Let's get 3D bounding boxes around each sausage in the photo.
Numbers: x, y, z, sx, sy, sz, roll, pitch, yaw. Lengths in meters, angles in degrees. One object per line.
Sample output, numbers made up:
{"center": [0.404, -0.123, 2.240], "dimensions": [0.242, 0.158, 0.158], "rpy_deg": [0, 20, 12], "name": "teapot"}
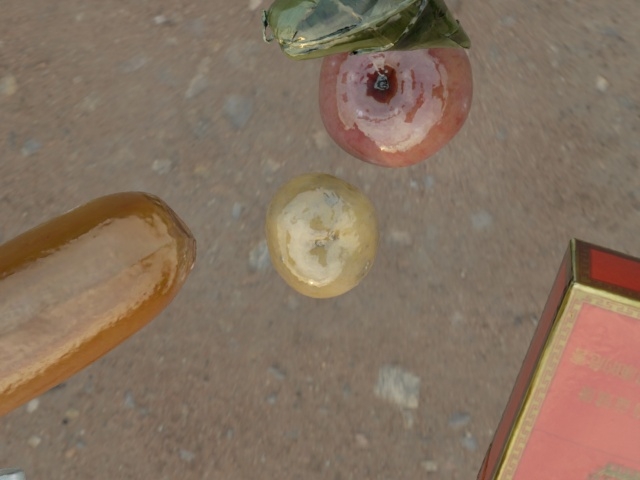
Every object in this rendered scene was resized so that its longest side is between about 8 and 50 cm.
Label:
{"center": [-0.206, 0.058, 0.875], "dimensions": [0.274, 0.105, 0.105], "rpy_deg": [-31, 101, -7], "name": "sausage"}

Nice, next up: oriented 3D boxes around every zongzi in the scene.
{"center": [0.030, -0.130, 0.852], "dimensions": [0.109, 0.055, 0.119], "rpy_deg": [-38, 130, 2], "name": "zongzi"}

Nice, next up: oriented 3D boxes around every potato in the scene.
{"center": [-0.002, -0.002, 1.297], "dimensions": [0.112, 0.112, 0.147], "rpy_deg": [-17, 141, 7], "name": "potato"}

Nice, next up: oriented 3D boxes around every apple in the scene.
{"center": [0.070, -0.146, 1.294], "dimensions": [0.153, 0.120, 0.153], "rpy_deg": [-2, 84, 14], "name": "apple"}

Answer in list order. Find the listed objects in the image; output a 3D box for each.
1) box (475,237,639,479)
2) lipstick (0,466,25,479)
{"center": [0.199, 0.132, 0.892], "dimensions": [0.153, 0.074, 0.240], "rpy_deg": [15, 118, -2], "name": "box"}
{"center": [-0.311, 0.367, 1.374], "dimensions": [0.059, 0.059, 0.264], "rpy_deg": [-8, 88, 5], "name": "lipstick"}
